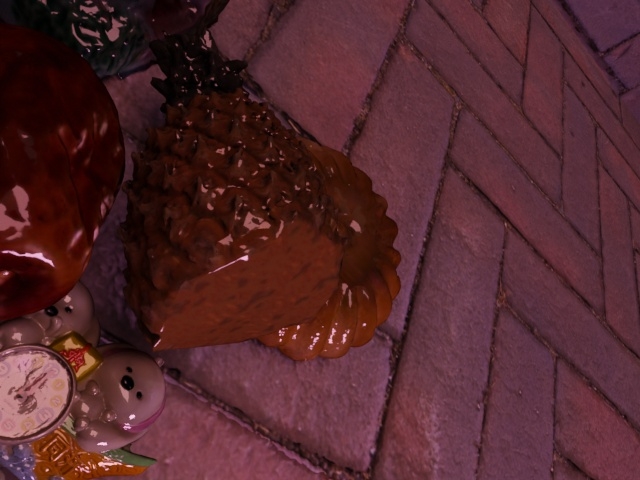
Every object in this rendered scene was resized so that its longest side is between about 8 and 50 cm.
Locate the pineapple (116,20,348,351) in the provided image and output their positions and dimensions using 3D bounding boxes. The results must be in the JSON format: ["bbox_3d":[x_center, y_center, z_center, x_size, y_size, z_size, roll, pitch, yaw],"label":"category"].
[{"bbox_3d":[-0.111,-0.076,0.505,0.202,0.202,0.361,7,47,-39],"label":"pineapple"}]

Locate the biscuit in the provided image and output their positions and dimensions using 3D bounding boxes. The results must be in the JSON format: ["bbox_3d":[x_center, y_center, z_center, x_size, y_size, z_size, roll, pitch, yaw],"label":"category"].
[{"bbox_3d":[0.000,0.000,0.683,0.326,0.107,0.325,21,57,-37],"label":"biscuit"}]

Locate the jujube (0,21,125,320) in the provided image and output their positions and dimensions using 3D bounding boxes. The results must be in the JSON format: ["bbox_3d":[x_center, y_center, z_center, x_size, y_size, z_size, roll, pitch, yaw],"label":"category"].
[{"bbox_3d":[-0.250,-0.061,0.405,0.190,0.190,0.255,9,41,-38],"label":"jujube"}]

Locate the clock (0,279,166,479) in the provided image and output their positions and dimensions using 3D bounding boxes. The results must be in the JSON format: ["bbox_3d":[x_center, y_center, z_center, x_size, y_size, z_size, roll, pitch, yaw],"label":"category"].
[{"bbox_3d":[-0.225,0.117,0.428,0.231,0.103,0.144,51,55,-10],"label":"clock"}]

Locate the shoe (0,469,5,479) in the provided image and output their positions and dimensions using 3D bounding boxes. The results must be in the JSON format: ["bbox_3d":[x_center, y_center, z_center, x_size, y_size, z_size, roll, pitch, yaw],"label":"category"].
[{"bbox_3d":[-0.294,0.278,0.307,0.110,0.095,0.265,51,55,-11],"label":"shoe"}]

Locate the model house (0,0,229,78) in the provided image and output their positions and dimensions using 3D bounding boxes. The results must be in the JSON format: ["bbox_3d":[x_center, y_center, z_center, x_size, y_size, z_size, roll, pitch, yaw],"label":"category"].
[{"bbox_3d":[-0.194,-0.420,0.534,0.297,0.339,0.360,48,47,-12],"label":"model house"}]
